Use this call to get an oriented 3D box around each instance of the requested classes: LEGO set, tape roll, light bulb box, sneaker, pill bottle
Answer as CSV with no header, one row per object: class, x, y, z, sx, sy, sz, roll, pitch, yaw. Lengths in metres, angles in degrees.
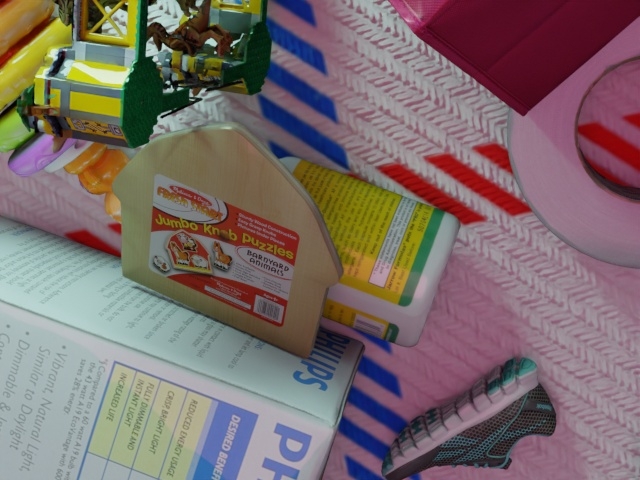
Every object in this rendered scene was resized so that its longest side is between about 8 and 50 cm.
LEGO set,-0.167,-0.204,0.903,0.192,0.331,0.254,10,116,16
tape roll,0.258,-0.091,0.969,0.219,0.072,0.219,2,101,9
light bulb box,-0.192,0.211,1.030,0.361,0.225,0.357,20,104,5
sneaker,0.130,0.173,1.052,0.166,0.065,0.076,-33,98,16
pill bottle,0.000,0.000,1.009,0.208,0.117,0.117,20,104,6

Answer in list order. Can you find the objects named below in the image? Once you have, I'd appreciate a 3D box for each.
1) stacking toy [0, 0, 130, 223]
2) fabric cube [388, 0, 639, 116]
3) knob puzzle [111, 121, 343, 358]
stacking toy,-0.238,-0.121,1.026,0.166,0.175,0.302,-36,107,11
fabric cube,0.133,-0.278,0.826,0.258,0.259,0.254,-41,71,15
knob puzzle,-0.068,-0.015,0.926,0.213,0.030,0.213,16,133,18
